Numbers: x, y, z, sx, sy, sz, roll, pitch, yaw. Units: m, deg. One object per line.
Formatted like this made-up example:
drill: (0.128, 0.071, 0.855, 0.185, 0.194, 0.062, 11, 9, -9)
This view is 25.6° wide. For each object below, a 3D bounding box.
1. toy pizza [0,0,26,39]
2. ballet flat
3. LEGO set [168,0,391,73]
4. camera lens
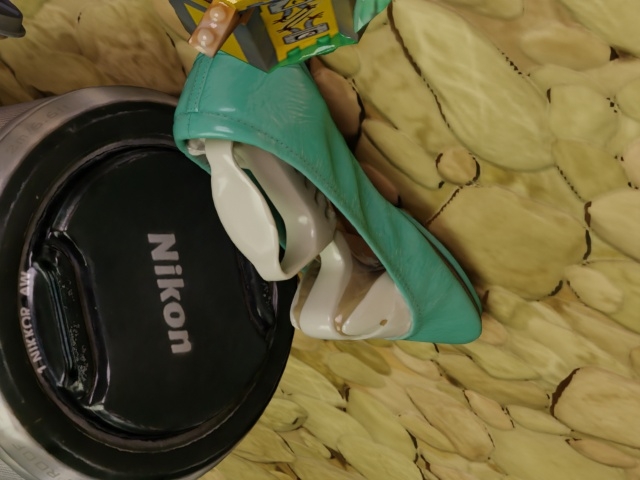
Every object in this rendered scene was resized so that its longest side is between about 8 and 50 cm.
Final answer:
toy pizza: (-0.239, -0.145, 0.693, 0.201, 0.032, 0.201, 31, -172, -5)
ballet flat: (0.000, 0.000, 0.739, 0.083, 0.087, 0.247, 2, 141, 44)
LEGO set: (-0.079, -0.201, 0.298, 0.331, 0.255, 0.192, 36, 177, 9)
camera lens: (-0.165, 0.031, 0.817, 0.274, 0.219, 0.219, -3, 137, 49)
